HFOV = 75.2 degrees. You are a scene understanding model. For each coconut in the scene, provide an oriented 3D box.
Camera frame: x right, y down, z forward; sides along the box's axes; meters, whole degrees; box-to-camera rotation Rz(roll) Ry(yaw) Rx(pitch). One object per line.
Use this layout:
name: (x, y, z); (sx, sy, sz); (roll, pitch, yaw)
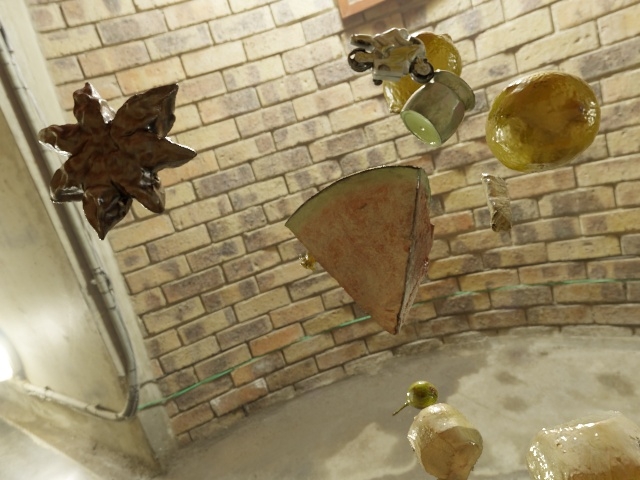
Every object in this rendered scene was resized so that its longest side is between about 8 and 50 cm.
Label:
coconut: (0.814, 0.712, 1.161); (0.404, 0.405, 0.404); (-17, 12, 4)
coconut: (0.333, 0.539, 1.128); (0.194, 0.195, 0.194); (-17, 12, 4)

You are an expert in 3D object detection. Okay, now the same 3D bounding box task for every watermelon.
watermelon: (0.090, 0.017, 0.849); (0.250, 0.283, 0.293); (11, 72, 35)

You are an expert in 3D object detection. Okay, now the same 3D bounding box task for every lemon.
lemon: (0.553, -0.296, 1.053); (0.260, 0.261, 0.284); (-16, 27, 6)
lemon: (0.344, -0.569, 1.439); (0.310, 0.253, 0.253); (-50, 0, 22)

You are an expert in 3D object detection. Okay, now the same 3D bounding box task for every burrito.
burrito: (0.549, -0.127, 1.299); (0.082, 0.059, 0.275); (13, 44, 4)

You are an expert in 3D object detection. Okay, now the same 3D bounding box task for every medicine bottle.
medicine bottle: (0.302, -0.338, 1.070); (0.143, 0.147, 0.147); (-48, 16, -3)

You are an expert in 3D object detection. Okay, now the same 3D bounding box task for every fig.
fig: (0.289, 0.499, 1.321); (0.166, 0.094, 0.093); (-22, 9, 27)

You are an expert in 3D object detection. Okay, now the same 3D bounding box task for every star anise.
star anise: (-0.361, -0.168, 0.743); (0.314, 0.316, 0.108); (-14, -6, 15)

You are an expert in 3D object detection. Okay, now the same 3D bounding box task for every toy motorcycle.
toy motorcycle: (0.182, -0.476, 1.056); (0.228, 0.151, 0.074); (10, -12, 0)

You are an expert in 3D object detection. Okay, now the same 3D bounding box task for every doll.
doll: (-0.006, 0.000, 1.295); (0.188, 0.096, 0.145); (-54, 37, 7)
